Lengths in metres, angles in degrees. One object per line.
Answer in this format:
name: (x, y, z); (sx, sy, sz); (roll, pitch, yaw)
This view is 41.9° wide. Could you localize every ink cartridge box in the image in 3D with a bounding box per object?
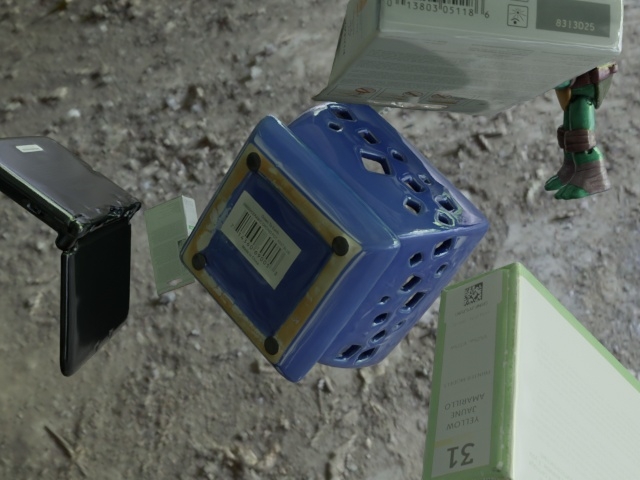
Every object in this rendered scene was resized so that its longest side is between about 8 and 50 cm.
ink cartridge box: (0.081, -0.120, 0.533); (0.146, 0.045, 0.179); (3, -1, -12)
ink cartridge box: (0.115, 0.149, 0.386); (0.056, 0.171, 0.235); (-24, 37, 37)
ink cartridge box: (-0.183, 0.008, 1.054); (0.063, 0.029, 0.115); (-19, 73, 25)

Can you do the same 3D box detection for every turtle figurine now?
turtle figurine: (0.245, -0.165, 0.859); (0.118, 0.234, 0.175); (-9, 10, 26)

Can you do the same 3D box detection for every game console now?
game console: (-0.144, 0.001, 0.453); (0.071, 0.107, 0.122); (-53, 4, 7)

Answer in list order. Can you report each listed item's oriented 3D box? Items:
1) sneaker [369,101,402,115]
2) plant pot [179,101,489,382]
sneaker: (0.107, -0.289, 1.164); (0.102, 0.161, 0.282); (-34, -5, -47)
plant pot: (0.000, 0.000, 0.911); (0.236, 0.212, 0.236); (46, 120, 21)
